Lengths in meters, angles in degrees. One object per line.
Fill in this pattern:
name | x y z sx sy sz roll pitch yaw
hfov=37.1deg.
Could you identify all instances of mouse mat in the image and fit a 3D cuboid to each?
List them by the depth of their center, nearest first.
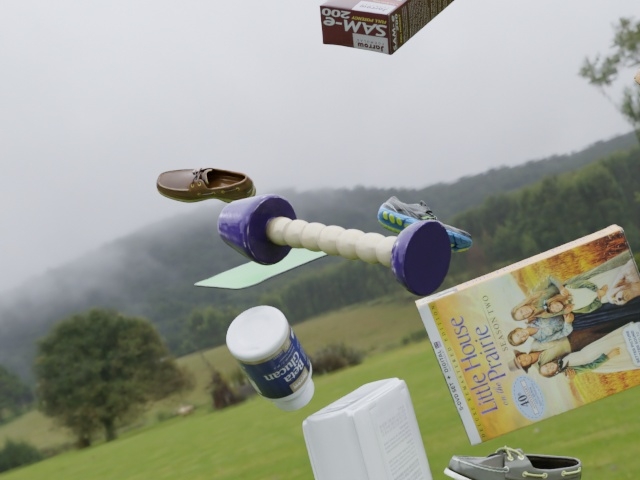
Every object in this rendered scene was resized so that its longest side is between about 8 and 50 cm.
mouse mat | -0.087 0.043 1.494 0.190 0.007 0.153 -22 13 -33

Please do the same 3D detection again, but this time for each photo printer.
photo printer | 0.093 0.389 1.482 0.107 0.307 0.256 -16 -2 25

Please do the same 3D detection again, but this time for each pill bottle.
pill bottle | -0.068 0.182 1.425 0.094 0.094 0.169 -20 -45 6

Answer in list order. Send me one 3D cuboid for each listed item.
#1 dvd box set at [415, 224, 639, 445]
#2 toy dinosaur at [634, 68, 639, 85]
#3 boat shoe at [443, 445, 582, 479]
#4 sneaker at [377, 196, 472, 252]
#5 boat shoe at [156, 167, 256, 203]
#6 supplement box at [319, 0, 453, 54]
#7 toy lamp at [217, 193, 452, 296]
dvd box set | 0.434 0.186 1.856 0.420 0.307 0.062 -21 5 5
toy dinosaur | 0.559 -0.188 1.411 0.211 0.064 0.112 29 13 29
boat shoe | 0.383 0.452 1.877 0.305 0.091 0.109 15 2 -22
sneaker | 0.205 -0.035 1.823 0.067 0.188 0.078 100 -165 -55
boat shoe | -0.203 -0.105 1.676 0.178 0.064 0.060 5 -29 6
supplement box | 0.115 -0.390 1.558 0.130 0.073 0.239 15 42 28
toy lamp | 0.000 0.000 0.954 0.080 0.080 0.275 -17 20 -41
